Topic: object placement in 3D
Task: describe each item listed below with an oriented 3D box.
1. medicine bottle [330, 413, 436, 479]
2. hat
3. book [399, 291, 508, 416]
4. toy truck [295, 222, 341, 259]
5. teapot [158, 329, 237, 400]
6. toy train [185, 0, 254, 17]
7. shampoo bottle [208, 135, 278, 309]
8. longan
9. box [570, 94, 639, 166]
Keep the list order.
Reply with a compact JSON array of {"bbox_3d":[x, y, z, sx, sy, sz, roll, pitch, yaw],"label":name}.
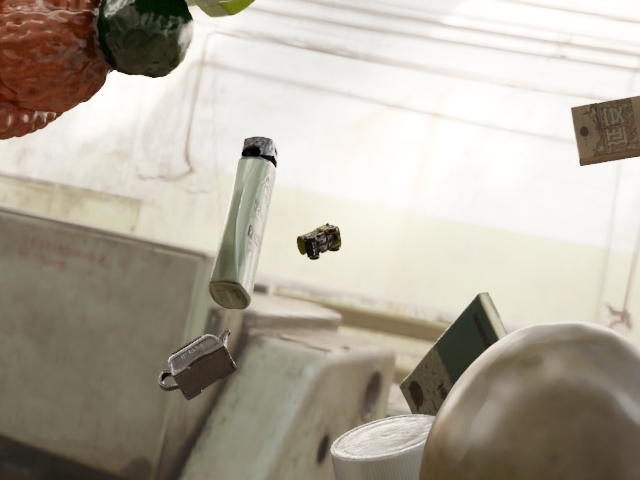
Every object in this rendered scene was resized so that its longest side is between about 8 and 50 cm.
[{"bbox_3d":[0.147,0.465,1.608,0.245,0.306,0.245,-13,7,2],"label":"medicine bottle"},{"bbox_3d":[-0.383,-0.251,1.379,0.400,0.285,0.285,11,-1,19],"label":"hat"},{"bbox_3d":[0.257,0.288,1.676,0.031,0.264,0.379,-10,-29,-24],"label":"book"},{"bbox_3d":[0.000,0.000,1.860,0.083,0.049,0.054,-23,24,-33],"label":"toy truck"},{"bbox_3d":[-0.250,0.240,1.957,0.096,0.177,0.087,47,-16,43],"label":"teapot"},{"bbox_3d":[-0.188,-0.445,1.374,0.272,0.179,0.442,41,-3,-21],"label":"toy train"},{"bbox_3d":[-0.149,-0.051,1.917,0.078,0.359,0.134,2,-32,13],"label":"shampoo bottle"},{"bbox_3d":[0.196,0.187,0.809,0.246,0.246,0.215,10,-30,44],"label":"longan"},{"bbox_3d":[0.272,-0.100,0.877,0.083,0.053,0.024,-9,-18,11],"label":"box"}]
